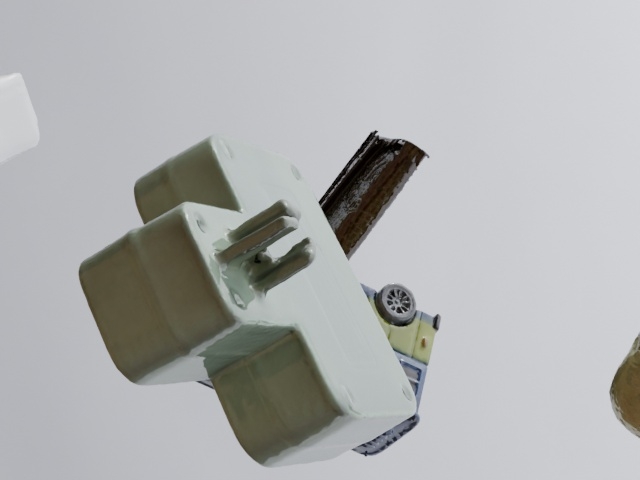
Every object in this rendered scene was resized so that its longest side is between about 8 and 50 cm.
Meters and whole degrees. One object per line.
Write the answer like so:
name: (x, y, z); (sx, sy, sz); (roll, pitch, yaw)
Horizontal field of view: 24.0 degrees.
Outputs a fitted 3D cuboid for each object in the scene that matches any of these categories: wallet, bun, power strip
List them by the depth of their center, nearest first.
power strip: (-0.033, 0.029, 1.037); (0.141, 0.261, 0.229); (-31, -106, 18)
bun: (0.282, 0.111, 1.160); (0.069, 0.115, 0.115); (-131, -140, -52)
wallet: (0.000, 0.000, 1.432); (0.039, 0.243, 0.133); (39, -4, -17)
wallet: (-0.368, -0.120, 1.619); (0.033, 0.190, 0.095); (-7, -76, 26)

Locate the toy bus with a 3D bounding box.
toy bus: (-0.019, 0.117, 1.765); (0.138, 0.288, 0.175); (-47, -157, 53)
